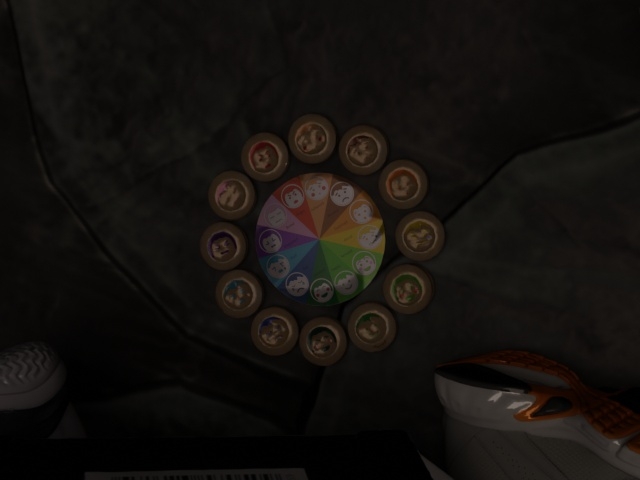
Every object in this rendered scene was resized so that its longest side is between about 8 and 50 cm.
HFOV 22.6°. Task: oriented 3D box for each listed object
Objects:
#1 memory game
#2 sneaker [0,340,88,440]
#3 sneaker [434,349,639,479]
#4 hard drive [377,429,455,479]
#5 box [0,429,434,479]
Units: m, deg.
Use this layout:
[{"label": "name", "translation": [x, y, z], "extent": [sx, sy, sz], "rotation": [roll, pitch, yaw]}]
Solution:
[{"label": "memory game", "translation": [0.000, 0.000, 1.167], "extent": [0.186, 0.012, 0.186], "rotation": [1, 94, 15]}, {"label": "sneaker", "translation": [-0.291, 0.243, 1.081], "extent": [0.366, 0.137, 0.210], "rotation": [-33, 96, -13]}, {"label": "sneaker", "translation": [0.186, 0.159, 1.061], "extent": [0.262, 0.099, 0.121], "rotation": [17, 114, 46]}, {"label": "hard drive", "translation": [0.045, 0.316, 1.117], "extent": [0.210, 0.040, 0.318], "rotation": [36, 115, 13]}, {"label": "box", "translation": [-0.078, 0.334, 0.970], "extent": [0.294, 0.212, 0.395], "rotation": [1, 106, -10]}]
